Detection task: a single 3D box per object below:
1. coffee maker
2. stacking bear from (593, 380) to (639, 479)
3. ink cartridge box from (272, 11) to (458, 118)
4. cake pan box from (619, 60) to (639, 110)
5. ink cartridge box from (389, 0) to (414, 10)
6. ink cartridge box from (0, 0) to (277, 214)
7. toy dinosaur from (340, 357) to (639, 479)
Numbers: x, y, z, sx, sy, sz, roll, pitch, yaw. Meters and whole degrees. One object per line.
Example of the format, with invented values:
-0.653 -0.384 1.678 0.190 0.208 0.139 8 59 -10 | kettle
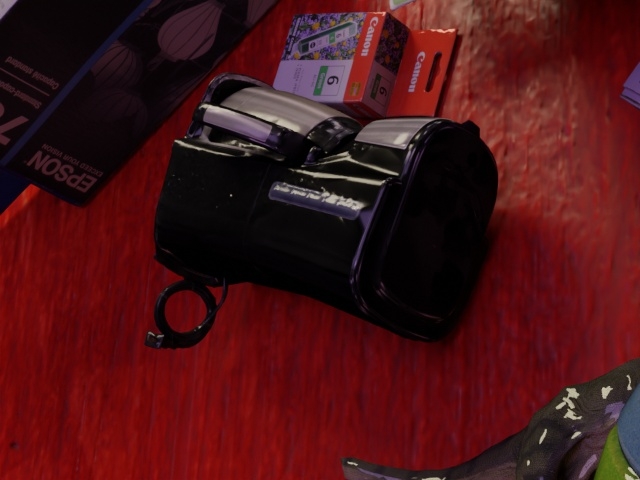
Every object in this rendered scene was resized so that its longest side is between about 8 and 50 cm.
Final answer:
0.000 0.000 0.984 0.178 0.120 0.171 18 105 43 | coffee maker
0.177 0.148 0.716 0.175 0.164 0.289 25 109 6 | stacking bear
0.026 -0.109 1.054 0.115 0.029 0.063 5 73 41 | ink cartridge box
0.306 -0.112 0.805 0.267 0.070 0.245 36 93 43 | cake pan box
0.149 -0.233 0.994 0.235 0.056 0.171 -19 59 34 | ink cartridge box
-0.159 -0.133 1.124 0.333 0.165 0.065 -44 50 15 | ink cartridge box
0.125 0.121 0.852 0.268 0.064 0.118 -27 49 30 | toy dinosaur
